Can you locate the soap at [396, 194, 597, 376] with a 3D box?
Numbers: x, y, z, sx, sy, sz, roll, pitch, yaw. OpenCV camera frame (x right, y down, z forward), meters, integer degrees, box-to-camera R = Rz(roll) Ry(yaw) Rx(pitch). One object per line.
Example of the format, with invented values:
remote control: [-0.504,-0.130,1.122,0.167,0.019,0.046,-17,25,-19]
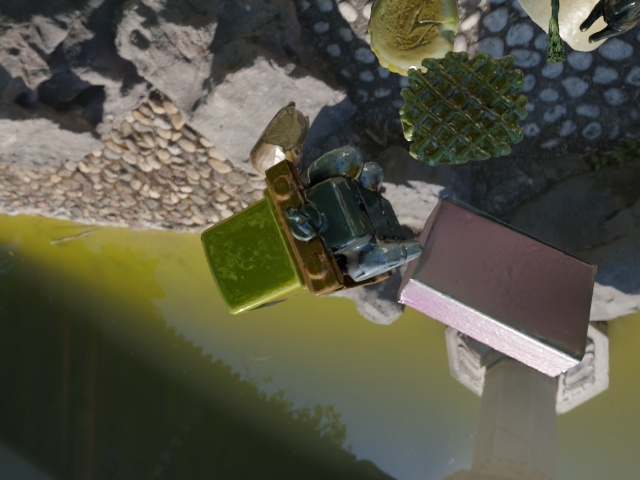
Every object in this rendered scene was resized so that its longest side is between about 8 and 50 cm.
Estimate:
soap: [0.263,0.062,0.768,0.259,0.181,0.081,26,146,2]

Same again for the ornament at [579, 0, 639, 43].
ornament: [0.477,-0.364,0.692,0.202,0.236,0.080,-38,89,13]

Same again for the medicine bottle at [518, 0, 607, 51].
medicine bottle: [0.545,-0.549,0.865,0.236,0.235,0.406,38,142,-4]

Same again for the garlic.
garlic: [-0.067,-0.164,0.893,0.087,0.195,0.101,25,125,-4]

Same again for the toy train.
toy train: [0.000,0.000,0.396,0.127,0.219,0.089,-25,82,16]

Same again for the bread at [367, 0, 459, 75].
bread: [0.202,-0.467,1.130,0.213,0.105,0.213,2,101,11]

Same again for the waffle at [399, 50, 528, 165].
waffle: [0.209,-0.197,0.767,0.183,0.036,0.169,-4,87,12]

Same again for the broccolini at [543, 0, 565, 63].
broccolini: [0.375,-0.349,0.819,0.030,0.035,0.140,32,148,47]
